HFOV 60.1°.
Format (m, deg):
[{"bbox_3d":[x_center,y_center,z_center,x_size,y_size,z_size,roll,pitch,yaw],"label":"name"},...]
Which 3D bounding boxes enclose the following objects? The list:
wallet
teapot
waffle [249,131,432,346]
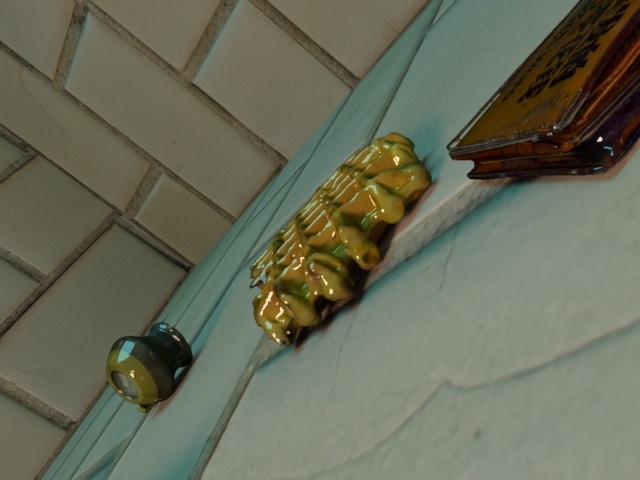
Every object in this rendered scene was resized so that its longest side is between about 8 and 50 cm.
[{"bbox_3d":[0.172,-0.123,0.350,0.195,0.042,0.161,-52,11,-1],"label":"wallet"},{"bbox_3d":[-0.294,0.224,0.956,0.119,0.130,0.165,-42,-31,-48],"label":"teapot"},{"bbox_3d":[-0.001,-0.001,0.602,0.309,0.065,0.283,-40,16,51],"label":"waffle"}]
